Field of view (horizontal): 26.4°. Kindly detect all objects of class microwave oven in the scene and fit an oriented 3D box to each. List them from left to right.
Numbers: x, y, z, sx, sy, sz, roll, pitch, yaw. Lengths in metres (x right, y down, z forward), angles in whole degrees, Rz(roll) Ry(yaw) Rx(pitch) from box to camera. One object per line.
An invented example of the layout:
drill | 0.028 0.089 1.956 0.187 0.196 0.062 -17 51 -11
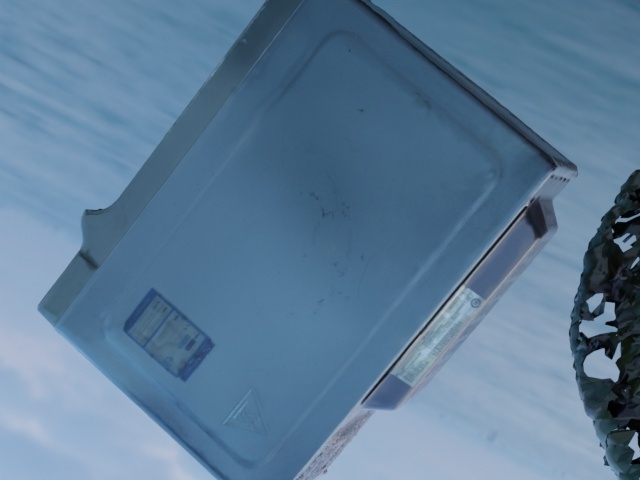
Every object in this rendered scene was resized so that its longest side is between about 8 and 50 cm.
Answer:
microwave oven | 0.000 0.000 1.118 0.286 0.355 0.218 40 -170 11

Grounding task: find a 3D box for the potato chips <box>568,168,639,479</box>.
potato chips | 0.165 -0.012 0.369 0.220 0.202 0.029 -21 119 34
